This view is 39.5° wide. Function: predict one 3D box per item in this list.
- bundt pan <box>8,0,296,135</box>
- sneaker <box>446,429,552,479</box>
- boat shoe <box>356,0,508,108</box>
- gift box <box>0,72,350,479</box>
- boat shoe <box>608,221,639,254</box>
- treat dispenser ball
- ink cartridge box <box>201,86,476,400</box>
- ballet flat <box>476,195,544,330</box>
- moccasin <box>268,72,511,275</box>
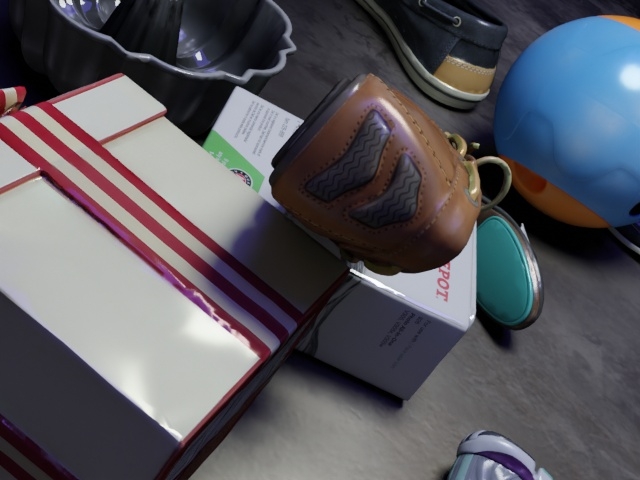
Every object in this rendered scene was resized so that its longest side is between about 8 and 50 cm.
[{"bbox_3d":[-0.201,-0.239,1.019,0.331,0.124,0.331,20,36,-16],"label":"bundt pan"},{"bbox_3d":[0.199,0.268,0.773,0.223,0.083,0.098,35,59,8],"label":"sneaker"},{"bbox_3d":[0.162,-0.425,1.488,0.186,0.156,0.500,4,43,-31],"label":"boat shoe"},{"bbox_3d":[-0.174,0.053,0.580,0.258,0.255,0.276,39,30,7],"label":"gift box"},{"bbox_3d":[0.459,-0.064,1.342,0.084,0.079,0.233,7,44,-33],"label":"boat shoe"},{"bbox_3d":[0.382,-0.160,1.217,0.288,0.288,0.288,20,37,-16],"label":"treat dispenser ball"},{"bbox_3d":[0.000,0.000,0.882,0.289,0.121,0.211,27,35,-7],"label":"ink cartridge box"},{"bbox_3d":[0.196,-0.009,1.071,0.096,0.095,0.280,11,39,-46],"label":"ballet flat"},{"bbox_3d":[0.057,-0.044,0.673,0.147,0.139,0.380,42,1,-2],"label":"moccasin"}]
